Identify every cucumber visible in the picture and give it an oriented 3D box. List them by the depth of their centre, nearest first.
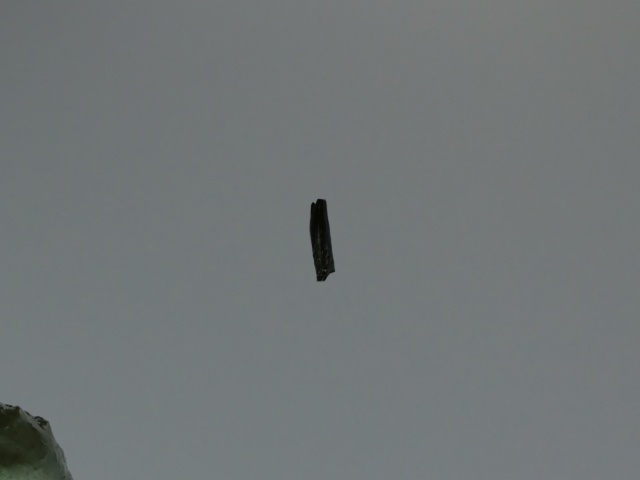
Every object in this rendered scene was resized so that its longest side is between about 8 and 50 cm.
[{"bbox_3d":[-0.001,0.000,1.579,0.033,0.135,0.034,-16,167,32],"label":"cucumber"}]

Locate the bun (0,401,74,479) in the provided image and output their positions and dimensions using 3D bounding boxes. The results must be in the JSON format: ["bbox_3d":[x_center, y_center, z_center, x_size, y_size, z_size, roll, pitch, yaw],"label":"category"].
[{"bbox_3d":[-0.282,0.188,0.730,0.221,0.221,0.108,-20,-127,-4],"label":"bun"}]
